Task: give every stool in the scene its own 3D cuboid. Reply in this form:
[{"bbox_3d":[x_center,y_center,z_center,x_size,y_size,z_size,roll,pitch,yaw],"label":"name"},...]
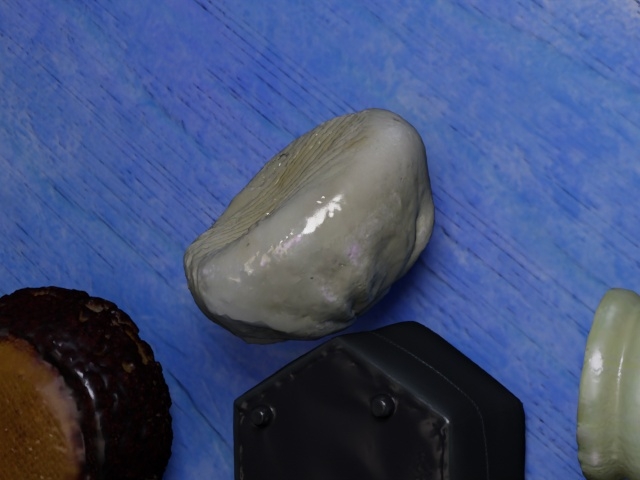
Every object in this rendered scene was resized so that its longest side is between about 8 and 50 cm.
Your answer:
[{"bbox_3d":[0.045,0.185,1.173,0.232,0.141,0.232,2,94,31],"label":"stool"}]

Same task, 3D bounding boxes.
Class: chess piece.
[{"bbox_3d":[0.318,0.118,1.016,0.251,0.144,0.144,7,96,25],"label":"chess piece"}]

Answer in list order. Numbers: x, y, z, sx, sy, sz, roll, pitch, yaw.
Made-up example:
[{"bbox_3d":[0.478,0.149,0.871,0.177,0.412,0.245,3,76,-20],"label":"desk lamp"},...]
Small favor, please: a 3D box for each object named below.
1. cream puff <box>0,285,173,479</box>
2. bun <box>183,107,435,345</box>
[{"bbox_3d":[-0.236,0.157,1.331,0.239,0.165,0.239,4,99,29],"label":"cream puff"},{"bbox_3d":[0.000,0.000,1.173,0.231,0.231,0.133,-32,108,29],"label":"bun"}]
